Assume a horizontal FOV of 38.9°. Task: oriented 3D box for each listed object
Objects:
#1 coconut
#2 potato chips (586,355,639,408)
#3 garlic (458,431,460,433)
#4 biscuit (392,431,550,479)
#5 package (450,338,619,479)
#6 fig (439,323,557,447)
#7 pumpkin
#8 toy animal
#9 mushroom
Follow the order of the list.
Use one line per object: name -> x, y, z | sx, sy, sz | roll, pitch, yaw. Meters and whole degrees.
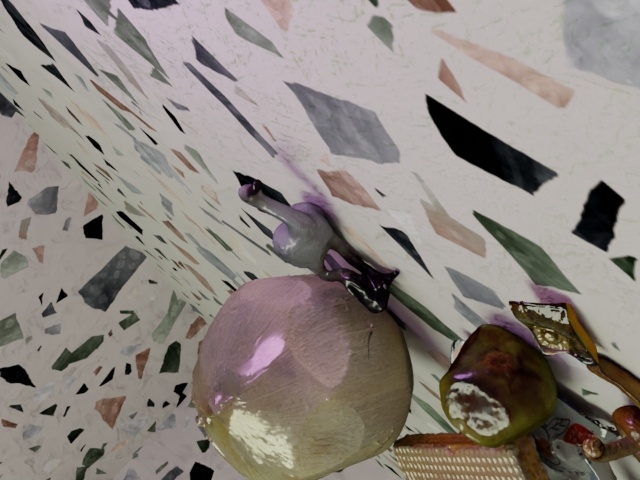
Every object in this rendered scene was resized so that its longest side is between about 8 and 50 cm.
coconut -> -0.043, 0.226, 1.500 | 0.360, 0.346, 0.346 | 1, -159, -46
potato chips -> 0.379, 0.195, 0.994 | 0.204, 0.026, 0.037 | 38, 169, 10
garlic -> 0.310, 0.332, 1.451 | 0.196, 0.151, 0.338 | 5, 135, 33
biscuit -> 0.215, 0.333, 1.351 | 0.094, 0.054, 0.378 | 64, 156, 2
package -> 0.296, 0.256, 1.262 | 0.269, 0.071, 0.194 | 23, 122, 48
fig -> 0.231, 0.197, 1.157 | 0.166, 0.144, 0.154 | 48, 178, -38
pumpkin -> 0.260, 0.093, 0.995 | 0.073, 0.035, 0.101 | 7, 141, 47
toy animal -> -0.021, -0.009, 1.319 | 0.324, 0.090, 0.195 | 39, 163, -31
mushroom -> 0.355, 0.227, 1.029 | 0.129, 0.073, 0.088 | 6, -134, -38
